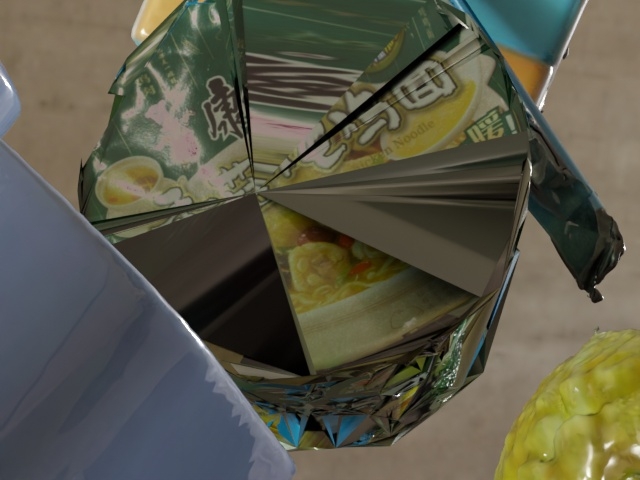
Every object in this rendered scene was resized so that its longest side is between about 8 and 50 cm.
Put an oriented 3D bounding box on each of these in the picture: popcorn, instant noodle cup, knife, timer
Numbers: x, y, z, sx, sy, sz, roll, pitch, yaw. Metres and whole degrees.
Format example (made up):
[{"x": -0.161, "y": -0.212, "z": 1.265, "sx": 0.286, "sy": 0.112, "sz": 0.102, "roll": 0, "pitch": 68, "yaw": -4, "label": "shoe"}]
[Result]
[{"x": 0.278, "y": 0.199, "z": 1.459, "sx": 0.282, "sy": 0.282, "sz": 0.247, "roll": 13, "pitch": 27, "yaw": 32, "label": "popcorn"}, {"x": 0.000, "y": 0.000, "z": 0.960, "sx": 0.240, "sy": 0.240, "sz": 0.178, "roll": 9, "pitch": -23, "yaw": 10, "label": "instant noodle cup"}, {"x": 0.109, "y": -0.092, "z": 1.139, "sx": 0.026, "sy": 0.044, "sz": 0.297, "roll": -7, "pitch": 59, "yaw": -50, "label": "knife"}, {"x": -0.194, "y": -0.023, "z": 0.582, "sx": 0.395, "sy": 0.173, "sz": 0.395, "roll": 38, "pitch": -12, "yaw": 9, "label": "timer"}]

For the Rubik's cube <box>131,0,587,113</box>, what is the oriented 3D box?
[{"x": 0.061, "y": -0.211, "z": 1.377, "sx": 0.291, "sy": 0.291, "sz": 0.290, "roll": 22, "pitch": -1, "yaw": 5, "label": "Rubik's cube"}]
